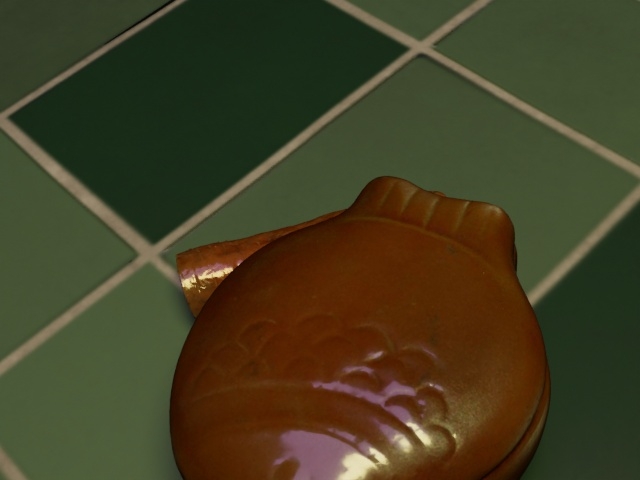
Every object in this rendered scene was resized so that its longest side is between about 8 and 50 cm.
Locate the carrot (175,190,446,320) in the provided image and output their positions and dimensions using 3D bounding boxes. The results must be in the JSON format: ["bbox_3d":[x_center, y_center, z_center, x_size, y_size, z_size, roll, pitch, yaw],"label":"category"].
[{"bbox_3d":[0.000,0.000,0.732,0.224,0.057,0.057,-20,52,-10],"label":"carrot"}]

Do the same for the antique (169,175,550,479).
[{"bbox_3d":[0.029,0.092,0.601,0.223,0.129,0.278,13,56,20],"label":"antique"}]
